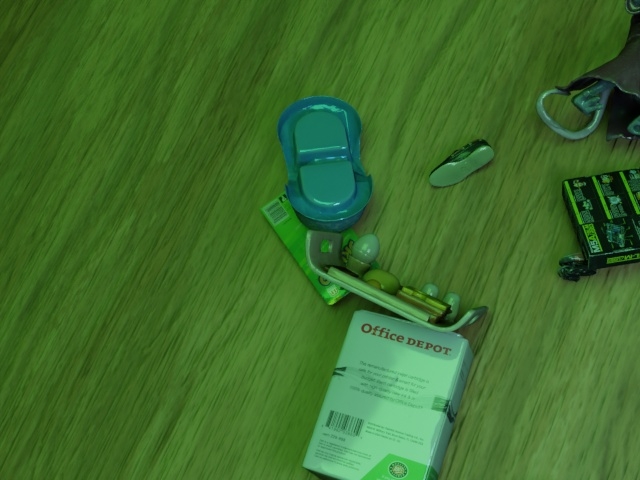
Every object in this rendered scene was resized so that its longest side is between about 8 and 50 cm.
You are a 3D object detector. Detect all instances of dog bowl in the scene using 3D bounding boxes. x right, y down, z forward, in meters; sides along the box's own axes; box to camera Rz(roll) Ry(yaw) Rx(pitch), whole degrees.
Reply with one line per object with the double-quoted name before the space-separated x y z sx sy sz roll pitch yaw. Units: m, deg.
"dog bowl" 0.007 -0.143 1.885 0.166 0.074 0.297 -7 58 -3

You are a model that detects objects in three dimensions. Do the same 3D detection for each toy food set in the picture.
"toy food set" 0.134 0.063 1.677 0.306 0.220 0.092 25 95 15

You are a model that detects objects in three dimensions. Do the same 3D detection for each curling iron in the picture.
"curling iron" 0.545 0.022 1.701 0.274 0.068 0.035 -13 63 4

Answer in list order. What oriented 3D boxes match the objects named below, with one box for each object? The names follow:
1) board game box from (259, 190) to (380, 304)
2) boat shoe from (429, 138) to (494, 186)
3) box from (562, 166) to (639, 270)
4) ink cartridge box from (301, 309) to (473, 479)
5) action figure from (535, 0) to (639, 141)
"board game box" 0.000 0.000 1.874 0.124 0.039 0.259 -35 60 -2
"boat shoe" 0.265 -0.147 1.859 0.133 0.049 0.042 -30 35 9
"box" 0.532 -0.043 1.696 0.184 0.045 0.191 -11 47 5
"ink cartridge box" 0.121 0.288 1.666 0.211 0.121 0.289 14 72 21
"action figure" 0.612 -0.337 1.800 0.275 0.248 0.370 -19 37 55
